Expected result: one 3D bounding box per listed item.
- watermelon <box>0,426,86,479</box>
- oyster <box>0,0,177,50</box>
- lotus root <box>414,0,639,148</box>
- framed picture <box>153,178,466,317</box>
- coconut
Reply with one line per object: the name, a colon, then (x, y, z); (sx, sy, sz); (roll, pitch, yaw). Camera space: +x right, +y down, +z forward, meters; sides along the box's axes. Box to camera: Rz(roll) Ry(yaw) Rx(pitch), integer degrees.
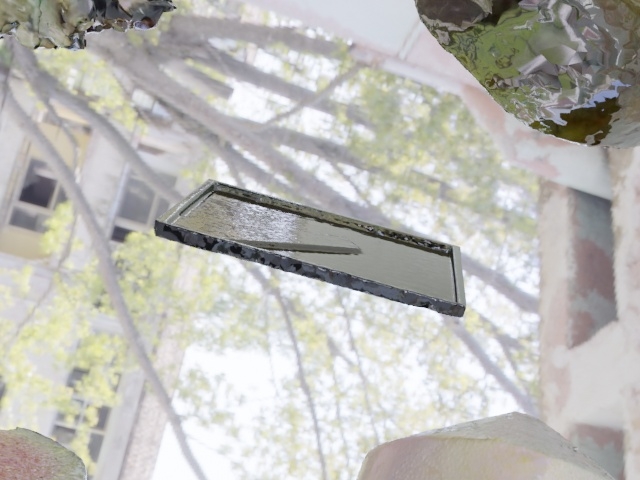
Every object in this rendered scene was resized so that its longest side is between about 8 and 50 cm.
watermelon: (-0.201, 0.175, 0.511); (0.193, 0.145, 0.137); (-54, 146, -43)
oyster: (-0.208, -0.194, 0.554); (0.092, 0.198, 0.259); (-52, 169, 30)
lotus root: (0.157, -0.151, 0.518); (0.138, 0.235, 0.119); (-56, -177, -27)
framed picture: (0.000, 0.001, 0.796); (0.192, 0.265, 0.018); (-60, 165, -75)
coconut: (0.150, 0.303, 0.780); (0.309, 0.297, 0.297); (-64, -173, -27)
